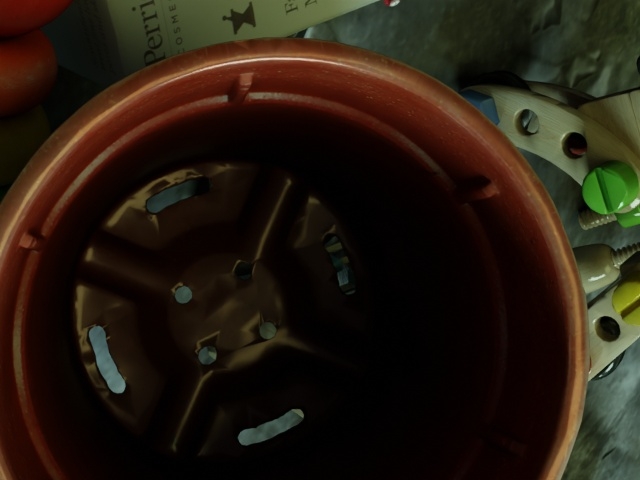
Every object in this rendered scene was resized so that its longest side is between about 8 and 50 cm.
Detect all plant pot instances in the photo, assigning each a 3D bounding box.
[{"bbox_3d":[-0.037,0.048,0.684,0.272,0.265,0.272,0,91,-10],"label":"plant pot"}]

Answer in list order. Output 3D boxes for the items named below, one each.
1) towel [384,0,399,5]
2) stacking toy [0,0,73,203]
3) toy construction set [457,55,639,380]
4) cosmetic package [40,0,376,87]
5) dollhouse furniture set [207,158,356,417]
[{"bbox_3d":[0.038,-0.306,0.805,0.199,0.031,0.275,-62,147,-56],"label":"towel"},{"bbox_3d":[-0.191,-0.041,0.664,0.141,0.141,0.330,2,122,-39],"label":"stacking toy"},{"bbox_3d":[0.261,-0.026,0.976,0.309,0.237,0.257,18,58,-52],"label":"toy construction set"},{"bbox_3d":[-0.082,-0.192,0.736,0.184,0.151,0.151,-27,122,-27],"label":"cosmetic package"},{"bbox_3d":[0.000,0.000,0.890,0.129,0.129,0.183,-20,119,-31],"label":"dollhouse furniture set"}]
